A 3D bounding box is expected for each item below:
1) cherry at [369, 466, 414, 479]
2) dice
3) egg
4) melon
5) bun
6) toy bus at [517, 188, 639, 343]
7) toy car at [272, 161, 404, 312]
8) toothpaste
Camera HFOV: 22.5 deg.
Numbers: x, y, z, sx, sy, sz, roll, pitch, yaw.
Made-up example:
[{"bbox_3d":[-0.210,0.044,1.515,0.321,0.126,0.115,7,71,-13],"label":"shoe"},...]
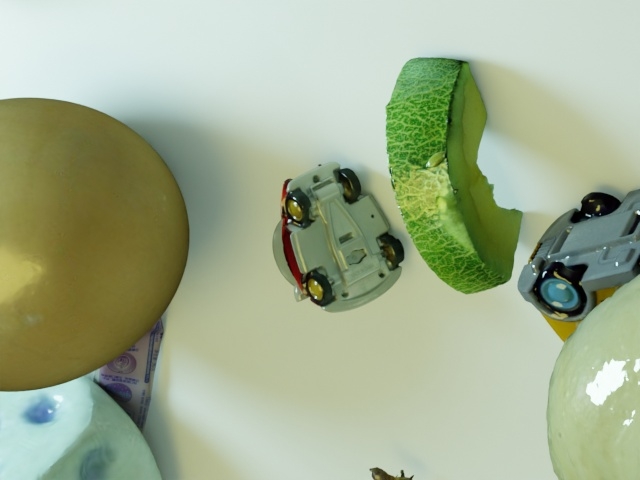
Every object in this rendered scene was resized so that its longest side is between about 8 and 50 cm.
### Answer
[{"bbox_3d":[0.040,0.322,1.759,0.107,0.090,0.225,28,125,24],"label":"cherry"},{"bbox_3d":[-0.362,0.313,1.905,0.262,0.264,0.268,18,136,34],"label":"dice"},{"bbox_3d":[-0.304,0.002,1.646,0.374,0.301,0.301,-20,105,41],"label":"egg"},{"bbox_3d":[0.120,-0.052,1.425,0.064,0.118,0.209,-8,119,35],"label":"melon"},{"bbox_3d":[0.355,0.175,1.246,0.364,0.202,0.364,4,146,3],"label":"bun"},{"bbox_3d":[0.286,0.031,1.345,0.209,0.126,0.136,-17,116,42],"label":"toy bus"},{"bbox_3d":[0.000,0.000,1.565,0.112,0.112,0.139,-13,101,59],"label":"toy car"},{"bbox_3d":[-0.225,0.152,1.871,0.075,0.048,0.301,20,136,3],"label":"toothpaste"}]
